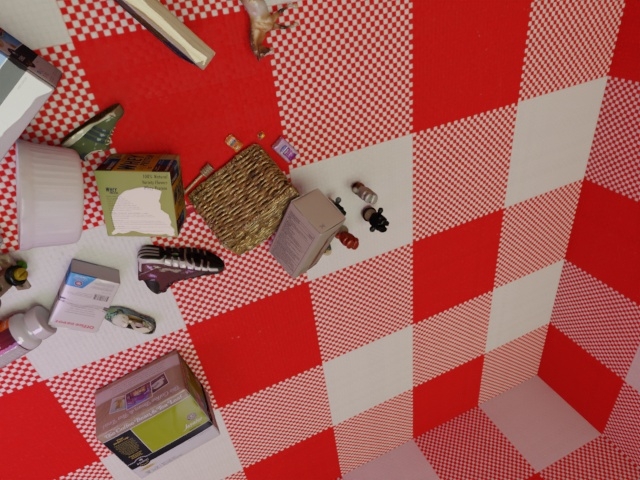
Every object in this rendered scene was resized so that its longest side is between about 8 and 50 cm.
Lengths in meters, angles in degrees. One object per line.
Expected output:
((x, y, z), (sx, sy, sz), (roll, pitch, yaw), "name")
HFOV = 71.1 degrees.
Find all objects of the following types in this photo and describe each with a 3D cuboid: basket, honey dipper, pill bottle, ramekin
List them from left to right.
((-0.938, 0.300, 1.365), (0.221, 0.121, 0.121), (-32, 128, -7), "pill bottle")
((-0.696, -0.114, 1.148), (0.135, 0.277, 0.277), (-3, 120, -35), "ramekin")
((-0.401, -0.179, 1.409), (0.160, 0.030, 0.030), (-43, 129, 5), "honey dipper")
((-0.235, -0.128, 1.484), (0.299, 0.223, 0.213), (-40, 163, 0), "basket")

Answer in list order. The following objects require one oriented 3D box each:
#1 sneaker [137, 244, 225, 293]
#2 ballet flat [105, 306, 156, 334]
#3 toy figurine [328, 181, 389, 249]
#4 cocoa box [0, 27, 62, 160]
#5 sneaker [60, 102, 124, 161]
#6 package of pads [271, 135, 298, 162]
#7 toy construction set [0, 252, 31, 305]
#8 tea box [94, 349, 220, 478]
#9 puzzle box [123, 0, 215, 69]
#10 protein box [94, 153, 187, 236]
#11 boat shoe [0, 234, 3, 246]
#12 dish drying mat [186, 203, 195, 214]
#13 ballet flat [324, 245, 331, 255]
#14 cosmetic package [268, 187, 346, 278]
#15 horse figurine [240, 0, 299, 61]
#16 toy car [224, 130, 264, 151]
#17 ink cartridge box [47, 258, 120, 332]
((-0.476, 0.111, 1.513), (0.281, 0.106, 0.163), (10, 119, -20), "sneaker")
((-0.651, 0.279, 1.538), (0.188, 0.070, 0.070), (24, 106, -35), "ballet flat")
((0.126, -0.097, 1.665), (0.213, 0.148, 0.210), (-32, 122, -4), "toy figurine")
((-0.792, -0.304, 1.000), (0.347, 0.231, 0.228), (-48, 126, 6), "cocoa box")
((-0.599, -0.288, 1.221), (0.192, 0.064, 0.086), (-33, 130, 1), "sneaker")
((-0.118, -0.300, 1.479), (0.050, 0.032, 0.083), (-45, 129, 7), "package of pads")
((-0.969, 0.113, 1.225), (0.257, 0.237, 0.309), (-30, 116, 30), "toy construction set")
((-0.608, 0.652, 1.688), (0.328, 0.220, 0.324), (-26, 128, -11), "tea box")
((-0.439, -0.558, 1.005), (0.409, 0.272, 0.052), (36, 94, -39), "puzzle box")
((-0.504, -0.130, 1.283), (0.199, 0.136, 0.201), (0, 121, -5), "protein box")
((-0.952, -0.060, 1.156), (0.084, 0.095, 0.258), (-48, 129, 12), "boat shoe")
((-0.448, -0.091, 1.452), (0.083, 0.008, 0.032), (-26, 126, -10), "dish drying mat")
((0.000, 0.000, 1.711), (0.057, 0.049, 0.173), (-33, 128, -5), "ballet flat")
((-0.052, -0.017, 1.517), (0.129, 0.153, 0.296), (-32, 165, -35), "cosmetic package")
((-0.155, -0.653, 1.224), (0.174, 0.066, 0.263), (-32, 131, -14), "horse figurine")
((-0.235, -0.320, 1.400), (0.122, 0.040, 0.060), (-33, 128, -5), "toy car")
((-0.744, 0.178, 1.413), (0.148, 0.086, 0.203), (21, 108, -35), "ink cartridge box")
